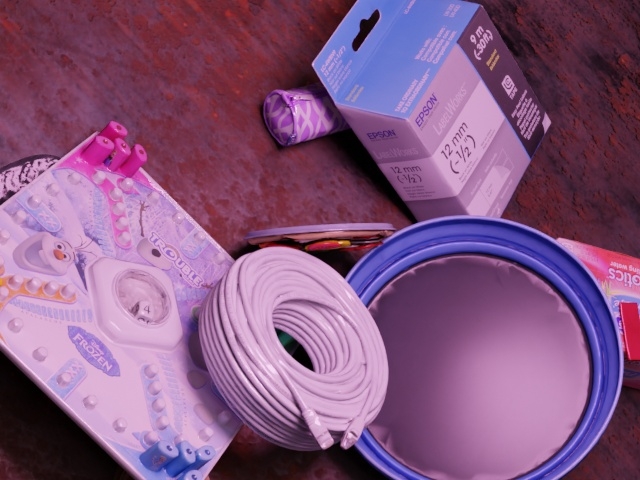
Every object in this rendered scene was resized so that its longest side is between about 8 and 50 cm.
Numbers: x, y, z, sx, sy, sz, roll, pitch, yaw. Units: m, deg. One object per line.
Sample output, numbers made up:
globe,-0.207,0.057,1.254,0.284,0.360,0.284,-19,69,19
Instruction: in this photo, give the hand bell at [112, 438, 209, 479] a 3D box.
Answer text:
hand bell,-0.124,0.332,1.551,0.242,0.126,0.126,37,58,-22

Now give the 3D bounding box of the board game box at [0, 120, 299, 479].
board game box,-0.214,0.069,1.537,0.390,0.050,0.390,45,35,-5

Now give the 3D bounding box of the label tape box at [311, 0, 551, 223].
label tape box,0.168,-0.203,1.808,0.347,0.115,0.249,54,54,-31

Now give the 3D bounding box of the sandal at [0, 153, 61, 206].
sandal,-0.455,0.018,1.499,0.446,0.107,0.167,-38,90,-33

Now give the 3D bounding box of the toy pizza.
toy pizza,0.000,0.000,1.677,0.201,0.201,0.032,-2,88,-26

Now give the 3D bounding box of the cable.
cable,-0.028,0.131,1.559,0.257,0.089,0.257,49,34,3

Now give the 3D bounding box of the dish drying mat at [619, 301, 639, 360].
dish drying mat,0.434,0.127,1.775,0.032,0.008,0.083,3,71,-24

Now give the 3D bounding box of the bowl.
bowl,0.199,0.158,1.685,0.391,0.077,0.391,-2,68,4

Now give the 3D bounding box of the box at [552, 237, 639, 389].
box,0.433,0.119,1.865,0.300,0.142,0.154,14,65,-20

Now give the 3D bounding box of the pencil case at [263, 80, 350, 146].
pencil case,0.015,-0.199,1.823,0.206,0.088,0.086,-21,57,-33
